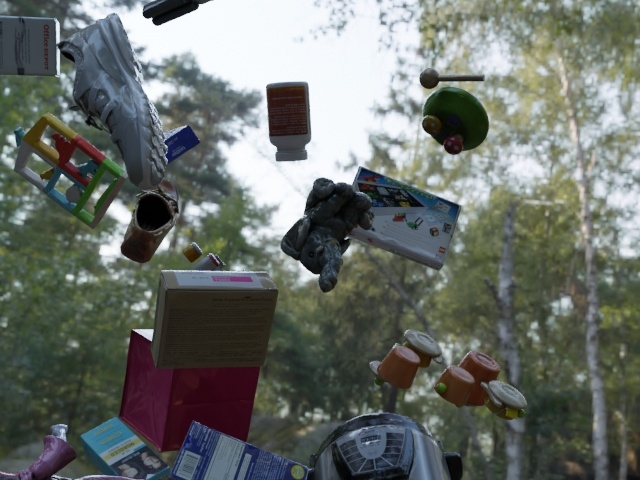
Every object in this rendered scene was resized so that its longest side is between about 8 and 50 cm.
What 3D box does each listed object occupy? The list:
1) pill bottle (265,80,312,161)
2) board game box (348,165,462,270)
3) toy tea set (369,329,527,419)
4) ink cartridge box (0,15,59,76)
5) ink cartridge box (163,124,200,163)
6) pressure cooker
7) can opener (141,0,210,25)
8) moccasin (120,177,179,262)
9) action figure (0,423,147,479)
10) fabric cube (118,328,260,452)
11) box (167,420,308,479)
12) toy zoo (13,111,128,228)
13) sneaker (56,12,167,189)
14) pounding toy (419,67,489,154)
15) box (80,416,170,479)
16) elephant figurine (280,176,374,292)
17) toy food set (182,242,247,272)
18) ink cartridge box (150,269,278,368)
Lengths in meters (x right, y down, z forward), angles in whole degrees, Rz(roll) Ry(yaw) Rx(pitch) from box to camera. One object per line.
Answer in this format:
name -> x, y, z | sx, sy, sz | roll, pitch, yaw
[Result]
pill bottle -> -0.086, -0.328, 2.350 | 0.121, 0.216, 0.121 | -3, 8, 0
board game box -> 0.213, -0.062, 2.315 | 0.305, 0.193, 0.053 | 22, -23, 0
toy tea set -> 0.242, 0.292, 1.729 | 0.336, 0.124, 0.200 | 21, 19, -16
ink cartridge box -> -0.793, -0.508, 2.233 | 0.208, 0.153, 0.087 | 1, 9, -9
ink cartridge box -> -0.328, -0.193, 1.788 | 0.046, 0.097, 0.207 | 58, -17, -16
pressure cooker -> 0.156, 0.658, 2.199 | 0.370, 0.375, 0.420 | 33, 23, -18
can opener -> -0.354, -0.648, 2.259 | 0.280, 0.093, 0.074 | -16, -31, 32
moccasin -> -0.494, -0.089, 2.516 | 0.139, 0.147, 0.380 | 27, 29, -4
action figure -> -0.496, 0.505, 1.581 | 0.276, 0.248, 0.370 | 30, -3, 46
fabric cube -> -0.344, 0.384, 2.234 | 0.258, 0.259, 0.254 | 4, 10, -40
box -> -0.140, 0.408, 1.470 | 0.225, 0.036, 0.136 | 22, 33, -2
toy zoo -> -0.635, -0.183, 2.107 | 0.293, 0.030, 0.192 | 38, -59, -5
sneaker -> -0.302, -0.190, 1.238 | 0.115, 0.281, 0.105 | -20, -21, -3
pounding toy -> 0.318, -0.303, 2.137 | 0.183, 0.110, 0.237 | 16, -43, 29
box -> -0.445, 0.502, 1.942 | 0.100, 0.060, 0.244 | -25, 34, -34
elephant figurine -> 0.000, 0.000, 1.783 | 0.169, 0.239, 0.186 | 20, -17, 14
toy food set -> -0.241, 0.085, 2.184 | 0.232, 0.104, 0.111 | 54, -4, -28
ink cartridge box -> -0.221, 0.163, 1.760 | 0.235, 0.193, 0.088 | 3, 25, -21
